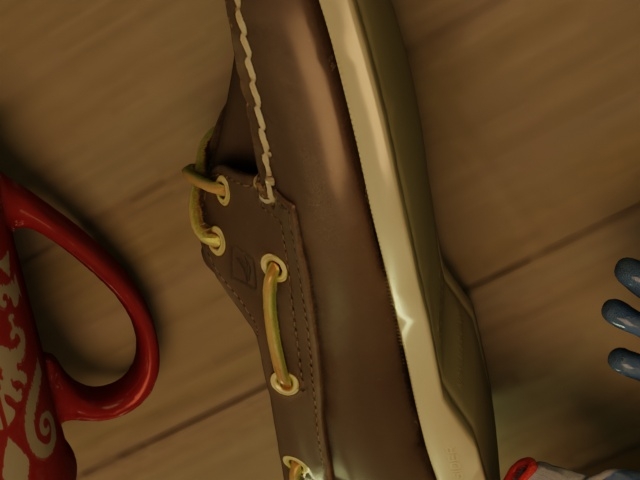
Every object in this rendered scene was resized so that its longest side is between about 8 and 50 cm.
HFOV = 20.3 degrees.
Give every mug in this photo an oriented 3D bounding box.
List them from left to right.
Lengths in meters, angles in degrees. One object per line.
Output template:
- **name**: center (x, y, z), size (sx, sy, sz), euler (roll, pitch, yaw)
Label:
- **mug**: center (-0.160, 0.030, 0.772), size (0.113, 0.150, 0.169), euler (20, 127, 41)

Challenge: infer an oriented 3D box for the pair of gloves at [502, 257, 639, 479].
- **pair of gloves**: center (0.157, 0.083, 0.732), size (0.159, 0.023, 0.198), euler (23, 104, -28)

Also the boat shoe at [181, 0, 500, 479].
- **boat shoe**: center (0.000, 0.000, 0.706), size (0.096, 0.116, 0.324), euler (-9, 126, 11)
